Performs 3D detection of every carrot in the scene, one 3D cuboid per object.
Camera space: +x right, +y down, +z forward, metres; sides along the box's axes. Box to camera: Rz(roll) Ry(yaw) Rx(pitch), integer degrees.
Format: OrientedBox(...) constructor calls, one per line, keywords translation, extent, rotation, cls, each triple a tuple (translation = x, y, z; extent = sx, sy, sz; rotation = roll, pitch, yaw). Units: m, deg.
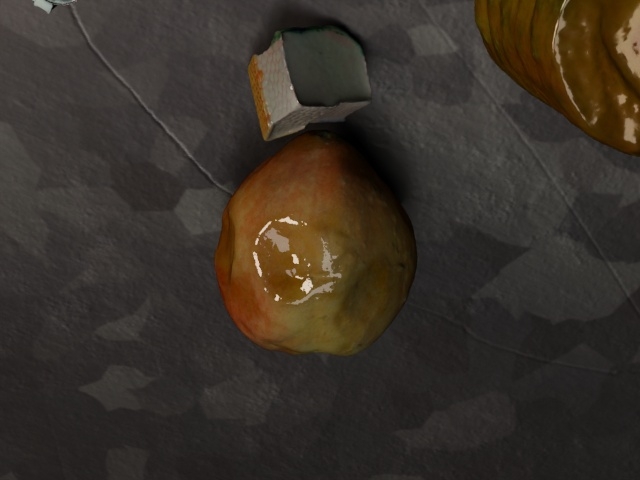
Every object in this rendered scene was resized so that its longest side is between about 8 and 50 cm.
OrientedBox(translation=(0.281, -0.213, 1.711), extent=(0.241, 0.341, 0.242), rotation=(-5, 112, -13), cls="carrot")

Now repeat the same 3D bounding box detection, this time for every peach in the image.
OrientedBox(translation=(0.000, 0.000, 1.953), extent=(0.214, 0.214, 0.236), rotation=(6, 121, -3), cls="peach")

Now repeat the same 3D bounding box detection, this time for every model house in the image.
OrientedBox(translation=(-0.018, -0.157, 1.893), extent=(0.100, 0.088, 0.100), rotation=(-7, 166, -35), cls="model house")

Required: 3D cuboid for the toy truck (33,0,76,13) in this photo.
OrientedBox(translation=(-0.247, -0.355, 1.688), extent=(0.184, 0.133, 0.338), rotation=(27, 125, -8), cls="toy truck")
